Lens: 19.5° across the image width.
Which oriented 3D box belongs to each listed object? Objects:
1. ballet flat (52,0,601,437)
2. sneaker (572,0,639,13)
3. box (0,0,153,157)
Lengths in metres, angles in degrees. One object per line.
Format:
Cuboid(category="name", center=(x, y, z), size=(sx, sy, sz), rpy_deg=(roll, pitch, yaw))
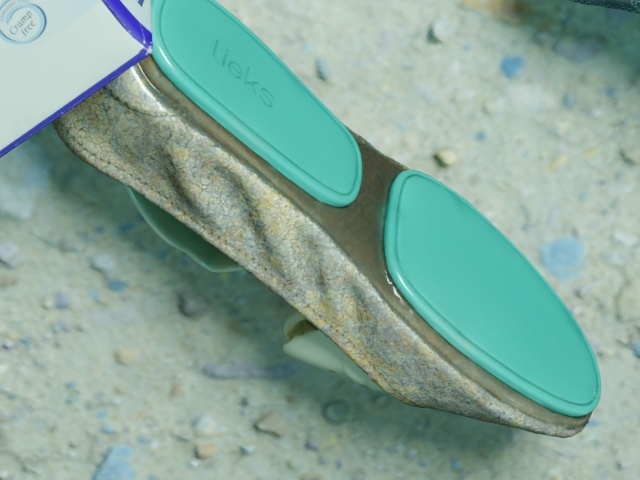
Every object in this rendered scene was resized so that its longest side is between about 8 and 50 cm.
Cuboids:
Cuboid(category="ballet flat", center=(0.000, 0.000, 0.892), size=(0.316, 0.107, 0.106), rpy_deg=(42, 129, -20))
Cuboid(category="sneaker", center=(0.224, -0.077, 0.852), size=(0.283, 0.110, 0.122), rpy_deg=(14, 122, -13))
Cuboid(category="box", center=(-0.142, -0.098, 0.785), size=(0.126, 0.137, 0.072), rpy_deg=(-33, 119, 13))
